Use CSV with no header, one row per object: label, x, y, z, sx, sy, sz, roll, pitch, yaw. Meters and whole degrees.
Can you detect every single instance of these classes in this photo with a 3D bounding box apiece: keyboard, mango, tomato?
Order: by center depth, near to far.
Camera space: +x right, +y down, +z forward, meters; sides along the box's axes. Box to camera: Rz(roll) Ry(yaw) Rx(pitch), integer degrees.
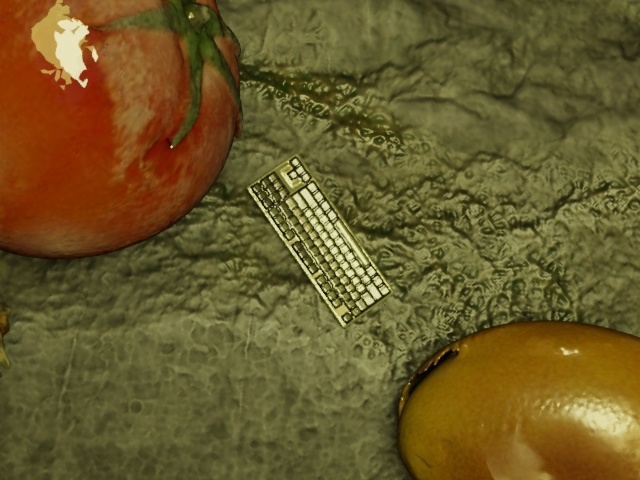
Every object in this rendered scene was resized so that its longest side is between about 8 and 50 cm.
tomato,-0.184,-0.116,1.205,0.265,0.265,0.265,0,86,-6
mango,0.172,0.139,1.282,0.236,0.136,0.166,2,98,7
keyboard,0.000,0.000,1.334,0.049,0.015,0.129,-34,90,-7

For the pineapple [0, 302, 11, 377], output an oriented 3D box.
pineapple,-0.312,0.087,1.232,0.166,0.166,0.193,44,99,-1
